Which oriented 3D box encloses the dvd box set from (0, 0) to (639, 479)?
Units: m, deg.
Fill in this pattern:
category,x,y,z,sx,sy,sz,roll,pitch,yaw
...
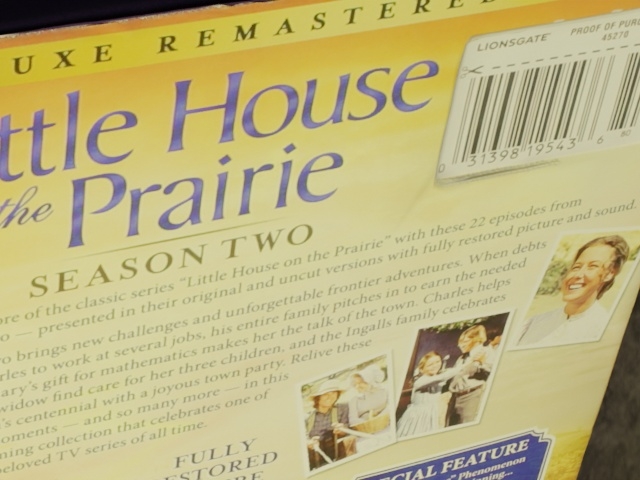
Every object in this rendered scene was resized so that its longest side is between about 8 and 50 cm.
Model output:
category,x,y,z,sx,sy,sz,roll,pitch,yaw
dvd box set,-0.030,0.058,0.738,0.307,0.062,0.420,-12,136,-22
